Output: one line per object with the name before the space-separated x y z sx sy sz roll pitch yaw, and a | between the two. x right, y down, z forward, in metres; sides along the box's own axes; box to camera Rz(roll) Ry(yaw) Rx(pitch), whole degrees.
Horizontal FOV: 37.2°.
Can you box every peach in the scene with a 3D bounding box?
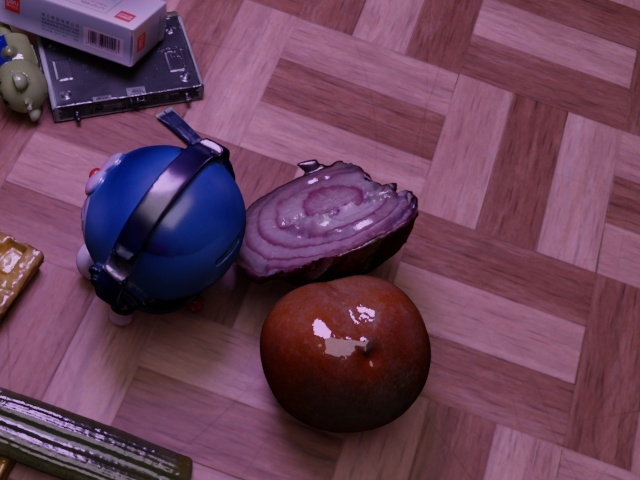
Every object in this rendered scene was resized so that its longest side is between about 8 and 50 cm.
peach | 0.040 0.166 1.387 0.252 0.252 0.252 4 60 -7

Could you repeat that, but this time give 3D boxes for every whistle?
whistle | -0.527 -0.302 1.635 0.085 0.105 0.227 -21 57 -11

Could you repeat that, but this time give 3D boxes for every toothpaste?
toothpaste | -0.230 -0.184 1.666 0.140 0.021 0.037 43 56 17

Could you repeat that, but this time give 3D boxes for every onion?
onion | 0.000 0.000 1.517 0.280 0.146 0.314 -29 32 -10

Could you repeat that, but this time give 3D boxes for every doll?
doll | -0.234 -0.012 1.402 0.240 0.310 0.284 32 61 6

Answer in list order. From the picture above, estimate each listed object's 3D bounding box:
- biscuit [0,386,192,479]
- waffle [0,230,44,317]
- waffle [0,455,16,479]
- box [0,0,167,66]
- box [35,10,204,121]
biscuit | -0.340 0.295 1.349 0.322 0.038 0.099 23 55 -5
waffle | -0.583 0.032 1.462 0.274 0.057 0.168 26 60 6
waffle | -0.490 0.302 1.346 0.125 0.032 0.191 19 57 5
box | -0.416 -0.402 1.661 0.269 0.079 0.135 20 39 7
box | -0.359 -0.313 1.703 0.270 0.045 0.211 -10 62 -15
